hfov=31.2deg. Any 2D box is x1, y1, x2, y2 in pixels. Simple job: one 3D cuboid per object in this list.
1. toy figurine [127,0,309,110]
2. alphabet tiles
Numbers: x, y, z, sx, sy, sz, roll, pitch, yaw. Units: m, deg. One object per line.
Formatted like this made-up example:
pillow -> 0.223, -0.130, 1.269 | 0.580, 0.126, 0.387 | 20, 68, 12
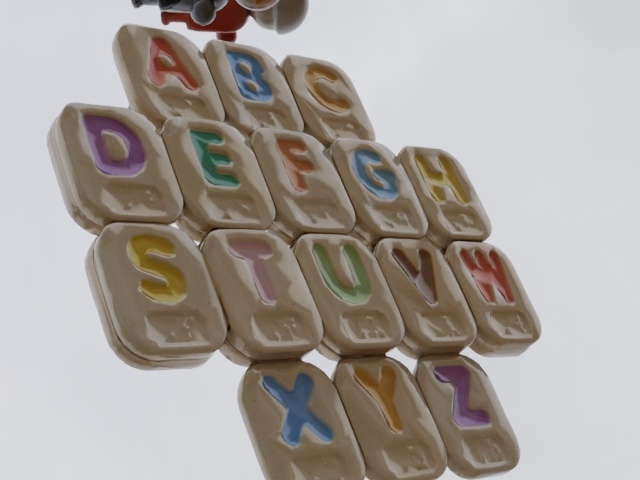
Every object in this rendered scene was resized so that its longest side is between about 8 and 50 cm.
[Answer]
toy figurine -> -0.085, -0.159, 1.038 | 0.148, 0.209, 0.213 | 3, -89, 2
alphabet tiles -> 0.000, 0.000, 0.605 | 0.284, 0.021, 0.278 | 3, -126, -41
